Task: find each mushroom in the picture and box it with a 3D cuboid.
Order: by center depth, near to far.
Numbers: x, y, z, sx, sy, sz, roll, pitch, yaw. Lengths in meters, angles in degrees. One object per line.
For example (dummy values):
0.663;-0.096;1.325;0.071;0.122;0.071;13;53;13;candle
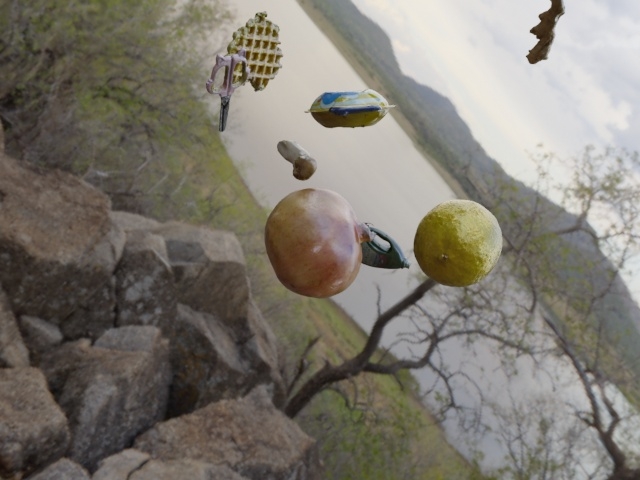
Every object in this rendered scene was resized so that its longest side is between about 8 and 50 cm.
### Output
-0.078;-0.258;1.963;0.071;0.084;0.209;1;29;-28;mushroom

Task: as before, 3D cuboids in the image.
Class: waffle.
-0.219;-0.607;2.092;0.051;0.291;0.291;25;-2;29;waffle

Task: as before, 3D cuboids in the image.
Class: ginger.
0.707;-0.685;1.961;0.089;0.288;0.075;22;46;19;ginger

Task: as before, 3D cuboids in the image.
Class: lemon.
0.284;0.004;1.297;0.178;0.178;0.203;51;38;3;lemon

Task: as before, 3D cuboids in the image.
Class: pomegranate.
0.000;0.000;1.862;0.338;0.338;0.338;48;11;-13;pomegranate

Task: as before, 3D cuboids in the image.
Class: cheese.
0.058;-0.243;1.170;0.270;0.176;0.069;-99;-174;-76;cheese

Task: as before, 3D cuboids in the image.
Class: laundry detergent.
0.190;0.031;1.994;0.210;0.137;0.063;23;35;12;laundry detergent

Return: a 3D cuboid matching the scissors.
-0.293;-0.453;1.948;0.024;0.160;0.318;48;-34;21;scissors
